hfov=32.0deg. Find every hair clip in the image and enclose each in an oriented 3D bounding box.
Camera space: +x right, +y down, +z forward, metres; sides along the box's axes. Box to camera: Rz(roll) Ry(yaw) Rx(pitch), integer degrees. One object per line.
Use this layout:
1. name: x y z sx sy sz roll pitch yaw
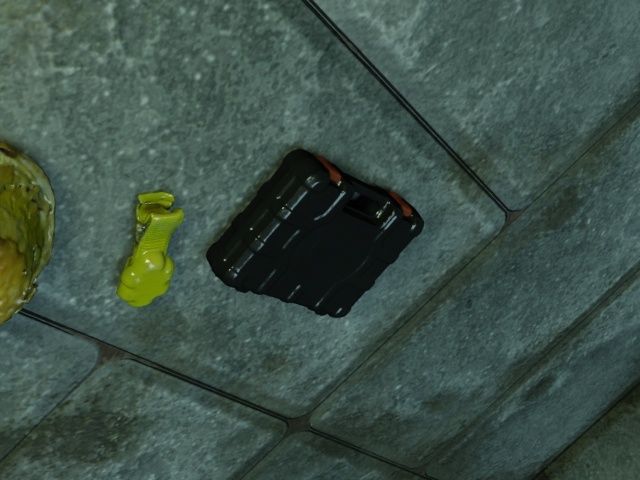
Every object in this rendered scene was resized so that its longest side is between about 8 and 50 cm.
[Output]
1. hair clip: -0.206 0.019 1.363 0.072 0.046 0.173 -7 136 -32

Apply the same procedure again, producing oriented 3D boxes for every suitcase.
1. suitcase: 0.000 0.000 1.513 0.206 0.066 0.285 -49 145 14

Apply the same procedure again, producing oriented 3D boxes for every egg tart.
1. egg tart: -0.391 0.025 1.140 0.294 0.116 0.295 -23 143 -19
